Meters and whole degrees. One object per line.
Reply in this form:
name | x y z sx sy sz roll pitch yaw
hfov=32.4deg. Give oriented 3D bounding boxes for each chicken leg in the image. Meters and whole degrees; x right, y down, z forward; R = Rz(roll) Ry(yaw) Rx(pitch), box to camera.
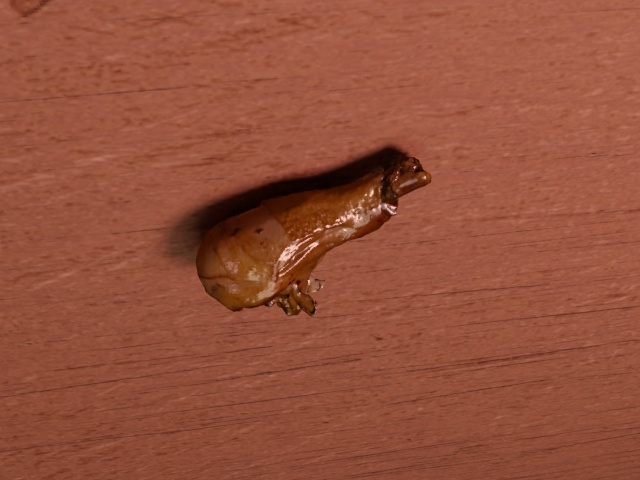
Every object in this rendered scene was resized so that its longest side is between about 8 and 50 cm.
chicken leg | -0.001 -0.002 0.889 0.208 0.085 0.101 -27 109 9
